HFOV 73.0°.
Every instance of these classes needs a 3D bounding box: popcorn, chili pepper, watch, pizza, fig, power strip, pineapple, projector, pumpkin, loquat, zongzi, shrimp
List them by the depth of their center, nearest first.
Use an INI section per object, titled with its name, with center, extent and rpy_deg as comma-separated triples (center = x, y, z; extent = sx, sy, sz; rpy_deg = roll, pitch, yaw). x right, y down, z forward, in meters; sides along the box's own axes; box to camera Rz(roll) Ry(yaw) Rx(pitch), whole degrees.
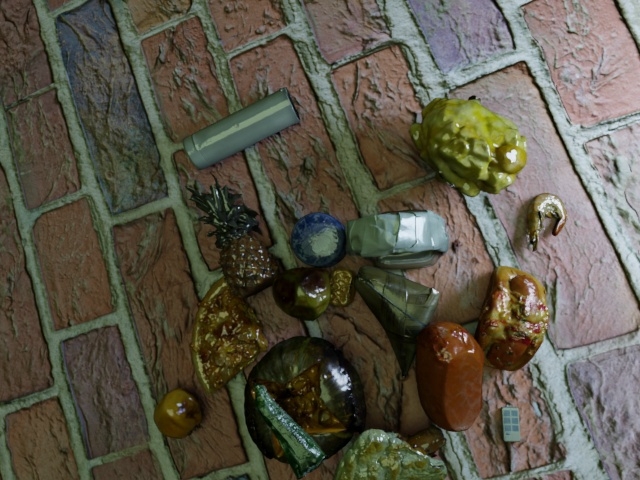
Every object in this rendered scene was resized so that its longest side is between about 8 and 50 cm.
[chili pepper]
center = -0.082, 0.420, 0.981
extent = 0.088, 0.059, 0.226
rpy_deg = -37, 81, 3
[popcorn]
center = 0.358, -0.232, 1.062
extent = 0.286, 0.252, 0.215
rpy_deg = 47, 107, 17
[watch]
center = 0.188, -0.013, 1.070
extent = 0.254, 0.241, 0.161
rpy_deg = -6, 82, 10
[power strip]
center = 0.475, 0.459, 1.080
extent = 0.040, 0.016, 0.090
rpy_deg = -3, 84, 10
[pumpkin]
center = -0.044, 0.400, 1.098
extent = 0.321, 0.192, 0.320
rpy_deg = -1, 87, 11
[shrimp]
center = 0.576, -0.043, 1.107
extent = 0.095, 0.045, 0.162
rpy_deg = 15, 82, -9
[zongzi]
center = 0.166, 0.202, 1.119
extent = 0.221, 0.112, 0.242
rpy_deg = 22, 90, 11
[fig]
center = -0.040, 0.143, 1.147
extent = 0.154, 0.165, 0.144
rpy_deg = -37, 45, -13
[loquat]
center = -0.392, 0.481, 1.201
extent = 0.137, 0.113, 0.137
rpy_deg = 0, 91, -10
[pineapple]
center = -0.239, -0.025, 1.202
extent = 0.166, 0.165, 0.364
rpy_deg = -27, 78, 7
[pizza]
center = -0.254, 0.268, 1.209
extent = 0.226, 0.086, 0.335
rpy_deg = 7, 84, 13
[projector]
center = -0.228, -0.322, 1.252
extent = 0.338, 0.108, 0.108
rpy_deg = -24, 80, 8

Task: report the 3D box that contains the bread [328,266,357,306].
[bread]
center = 0.055, 0.127, 1.182
extent = 0.083, 0.044, 0.110
rpy_deg = 12, 89, 13

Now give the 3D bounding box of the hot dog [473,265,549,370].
[hot dog]
center = 0.454, 0.190, 1.042
extent = 0.150, 0.153, 0.256
rpy_deg = 16, 87, 12

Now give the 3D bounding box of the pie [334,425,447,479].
[pie]
center = 0.168, 0.566, 1.042
extent = 0.275, 0.105, 0.257
rpy_deg = 2, 110, -11

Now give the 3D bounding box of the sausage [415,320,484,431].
[sausage]
center = 0.307, 0.326, 1.036
extent = 0.153, 0.141, 0.267
rpy_deg = -8, 104, -8

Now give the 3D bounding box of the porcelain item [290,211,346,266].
[porcelain item]
center = 0.000, 0.000, 1.170
extent = 0.147, 0.114, 0.147
rpy_deg = -1, 83, 12
